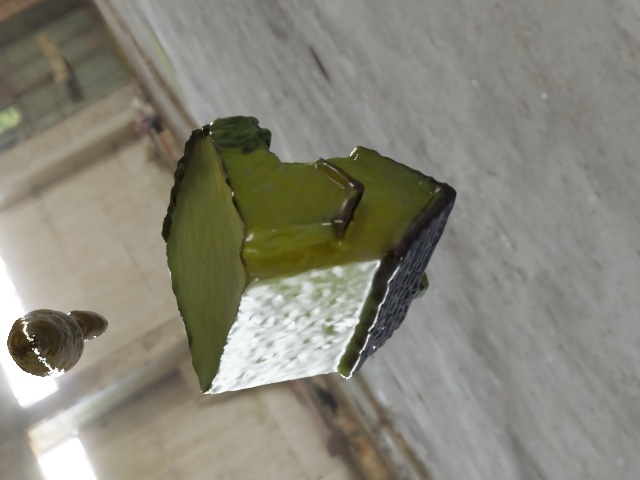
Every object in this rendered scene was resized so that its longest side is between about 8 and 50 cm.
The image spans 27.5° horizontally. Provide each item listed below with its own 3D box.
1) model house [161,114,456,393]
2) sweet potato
[{"bbox_3d":[0.000,0.000,1.054,0.194,0.212,0.170,109,149,-47],"label":"model house"},{"bbox_3d":[-0.287,0.108,1.400,0.074,0.075,0.269,60,-174,1],"label":"sweet potato"}]
